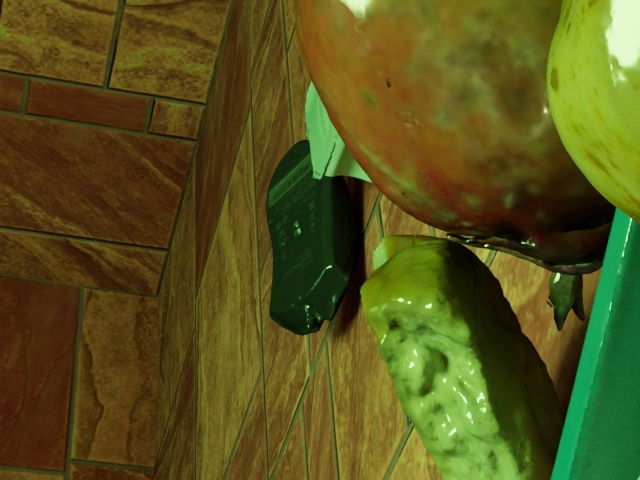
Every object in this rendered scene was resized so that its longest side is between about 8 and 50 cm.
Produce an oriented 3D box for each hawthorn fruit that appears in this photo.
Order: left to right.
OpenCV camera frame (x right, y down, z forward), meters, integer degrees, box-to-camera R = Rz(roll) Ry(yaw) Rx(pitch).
[{"bbox_3d":[0.132,-0.096,0.877,0.276,0.276,0.307,-166,59,-77],"label":"hawthorn fruit"}]

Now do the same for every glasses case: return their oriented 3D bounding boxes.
[{"bbox_3d":[0.207,0.019,0.760,0.070,0.117,0.301,-91,12,-79],"label":"glasses case"}]

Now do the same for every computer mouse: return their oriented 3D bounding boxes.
[{"bbox_3d":[0.000,0.000,1.738,0.147,0.088,0.264,-40,40,47],"label":"computer mouse"}]

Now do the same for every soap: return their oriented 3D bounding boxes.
[{"bbox_3d":[0.053,-0.187,1.602,0.261,0.094,0.150,115,160,-51],"label":"soap"}]

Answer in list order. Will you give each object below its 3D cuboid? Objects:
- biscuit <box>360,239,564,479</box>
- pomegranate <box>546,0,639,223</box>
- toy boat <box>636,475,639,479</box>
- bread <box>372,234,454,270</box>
[{"bbox_3d":[0.114,0.118,0.951,0.213,0.091,0.274,-75,-39,-68],"label":"biscuit"},{"bbox_3d":[0.202,-0.101,0.587,0.248,0.248,0.248,-172,90,-77],"label":"pomegranate"},{"bbox_3d":[0.225,0.141,0.625,0.290,0.100,0.199,111,161,-48],"label":"toy boat"},{"bbox_3d":[0.088,0.038,1.360,0.076,0.070,0.083,125,148,-65],"label":"bread"}]
